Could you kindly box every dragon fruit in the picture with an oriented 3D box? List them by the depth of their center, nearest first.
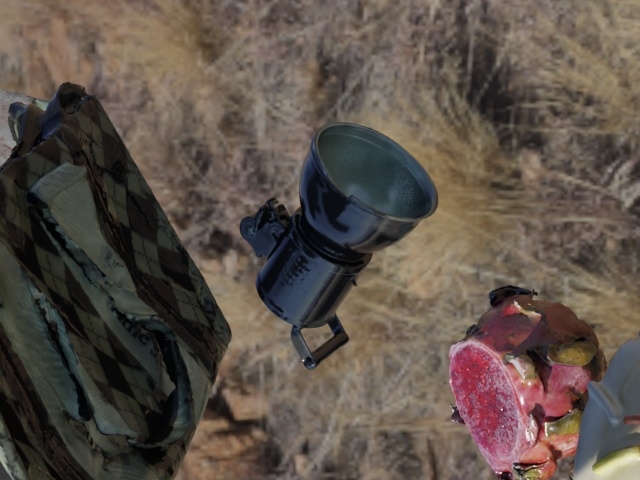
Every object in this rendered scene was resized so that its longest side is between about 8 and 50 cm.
[{"bbox_3d":[0.249,0.187,1.353,0.211,0.147,0.282,-41,63,51],"label":"dragon fruit"}]

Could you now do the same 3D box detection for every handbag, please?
[{"bbox_3d":[-0.223,0.074,0.892,0.416,0.180,0.317,-70,-36,-63],"label":"handbag"}]

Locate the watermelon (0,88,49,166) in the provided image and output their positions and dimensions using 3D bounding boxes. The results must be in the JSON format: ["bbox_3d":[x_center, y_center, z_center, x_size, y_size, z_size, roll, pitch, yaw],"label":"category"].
[{"bbox_3d":[-0.425,-0.063,1.084,0.175,0.321,0.188,51,-133,-84],"label":"watermelon"}]

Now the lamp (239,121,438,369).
[{"bbox_3d":[0.000,0.000,1.190,0.172,0.147,0.227,42,125,11],"label":"lamp"}]

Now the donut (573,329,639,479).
[{"bbox_3d":[0.398,0.209,0.921,0.142,0.382,0.383,144,123,-69],"label":"donut"}]
